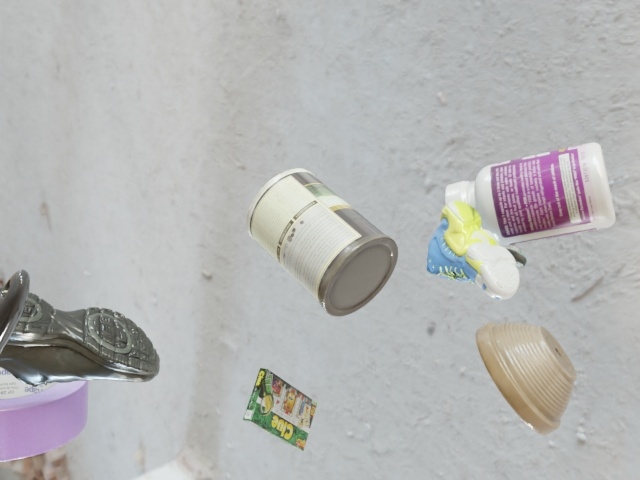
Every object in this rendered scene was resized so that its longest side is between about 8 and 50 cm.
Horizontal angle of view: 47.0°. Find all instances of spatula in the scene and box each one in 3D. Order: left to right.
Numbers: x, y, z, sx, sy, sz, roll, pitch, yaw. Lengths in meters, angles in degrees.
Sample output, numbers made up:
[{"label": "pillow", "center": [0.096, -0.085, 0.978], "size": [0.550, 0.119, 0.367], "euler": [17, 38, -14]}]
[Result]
[{"label": "spatula", "center": [-0.284, 0.134, 0.609], "size": [0.296, 0.030, 0.084], "euler": [-60, 30, 32]}]

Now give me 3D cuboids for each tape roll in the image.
[{"label": "tape roll", "center": [-0.541, 0.273, 1.259], "size": [0.275, 0.275, 0.090], "euler": [16, 106, 48]}]

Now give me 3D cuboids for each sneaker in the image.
[{"label": "sneaker", "center": [-0.387, 0.166, 1.113], "size": [0.130, 0.286, 0.109], "euler": [-59, 22, 26]}, {"label": "sneaker", "center": [0.251, 0.043, 1.254], "size": [0.126, 0.091, 0.240], "euler": [-60, 26, 30]}, {"label": "sneaker", "center": [0.362, 0.043, 1.597], "size": [0.167, 0.076, 0.065], "euler": [13, 152, 6]}]

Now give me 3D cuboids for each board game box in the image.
[{"label": "board game box", "center": [-0.097, 0.434, 1.876], "size": [0.030, 0.259, 0.136], "euler": [3, 63, 34]}]

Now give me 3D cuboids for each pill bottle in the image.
[{"label": "pill bottle", "center": [0.408, -0.081, 1.448], "size": [0.302, 0.169, 0.169], "euler": [-11, 95, 22]}]

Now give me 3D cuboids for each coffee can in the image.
[{"label": "coffee can", "center": [0.000, 0.000, 1.572], "size": [0.275, 0.202, 0.201], "euler": [42, 133, 33]}]

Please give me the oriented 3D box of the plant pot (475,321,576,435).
[{"label": "plant pot", "center": [0.411, 0.243, 1.411], "size": [0.110, 0.237, 0.237], "euler": [-36, 72, 21]}]
